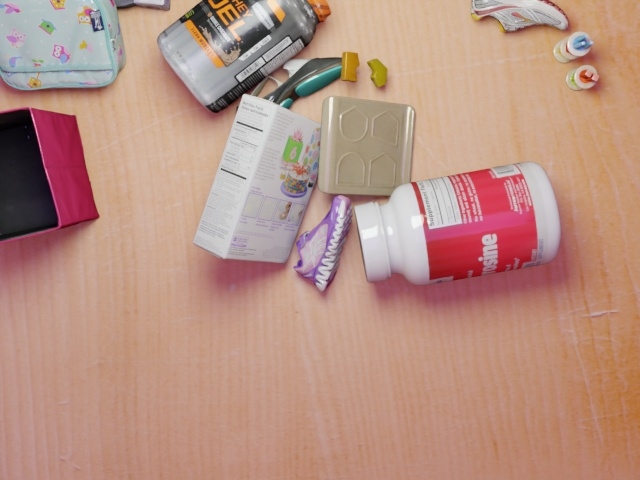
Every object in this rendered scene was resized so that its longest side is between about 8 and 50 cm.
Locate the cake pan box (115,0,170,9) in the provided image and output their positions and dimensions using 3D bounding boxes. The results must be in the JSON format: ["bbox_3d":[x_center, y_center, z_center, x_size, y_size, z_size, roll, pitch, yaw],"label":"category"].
[{"bbox_3d":[-0.447,-0.646,1.582,0.246,0.070,0.266,8,97,2],"label":"cake pan box"}]

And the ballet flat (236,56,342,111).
[{"bbox_3d":[-0.073,-0.345,1.602,0.280,0.095,0.096,-35,83,4],"label":"ballet flat"}]

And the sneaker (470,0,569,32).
[{"bbox_3d":[0.439,-0.503,1.589,0.225,0.088,0.092,16,117,-1],"label":"sneaker"}]

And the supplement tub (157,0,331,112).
[{"bbox_3d":[-0.159,-0.447,1.531,0.338,0.207,0.207,-37,95,4],"label":"supplement tub"}]

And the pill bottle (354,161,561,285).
[{"bbox_3d":[0.287,-0.028,1.563,0.408,0.229,0.228,-10,96,2],"label":"pill bottle"}]

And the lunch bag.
[{"bbox_3d":[-0.568,-0.436,1.558,0.279,0.107,0.224,-1,121,3],"label":"lunch bag"}]

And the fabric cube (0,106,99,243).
[{"bbox_3d":[-0.662,-0.132,1.548,0.254,0.258,0.258,-12,96,1],"label":"fabric cube"}]

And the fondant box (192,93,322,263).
[{"bbox_3d":[-0.117,-0.121,1.548,0.096,0.238,0.330,25,98,29],"label":"fondant box"}]

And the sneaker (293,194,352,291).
[{"bbox_3d":[0.000,0.000,1.621,0.105,0.095,0.236,24,118,12],"label":"sneaker"}]

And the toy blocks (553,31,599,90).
[{"bbox_3d":[0.567,-0.389,1.558,0.054,0.148,0.123,-27,95,4],"label":"toy blocks"}]

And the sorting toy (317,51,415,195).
[{"bbox_3d":[0.104,-0.254,1.604,0.229,0.041,0.307,1,96,-27],"label":"sorting toy"}]
